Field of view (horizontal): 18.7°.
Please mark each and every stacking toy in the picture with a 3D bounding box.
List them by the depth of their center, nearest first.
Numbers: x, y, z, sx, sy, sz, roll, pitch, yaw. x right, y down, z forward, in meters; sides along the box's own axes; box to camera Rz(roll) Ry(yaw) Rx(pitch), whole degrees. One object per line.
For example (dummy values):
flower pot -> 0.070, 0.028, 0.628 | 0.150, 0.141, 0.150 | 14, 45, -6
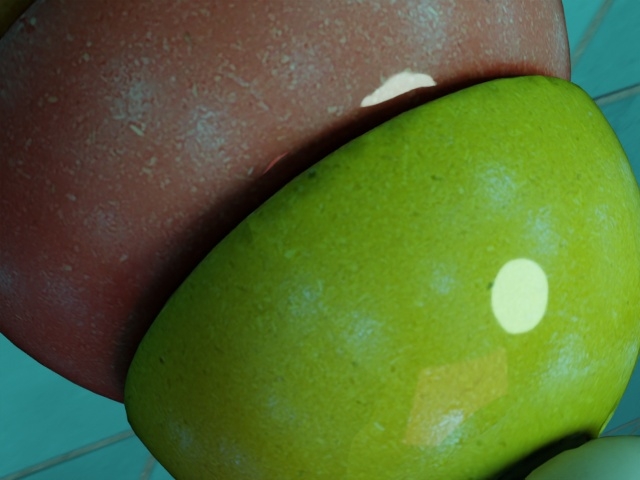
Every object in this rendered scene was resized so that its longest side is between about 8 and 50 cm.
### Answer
stacking toy -> 0.000, 0.000, 0.733 | 0.351, 0.480, 0.350 | -27, 156, -13
